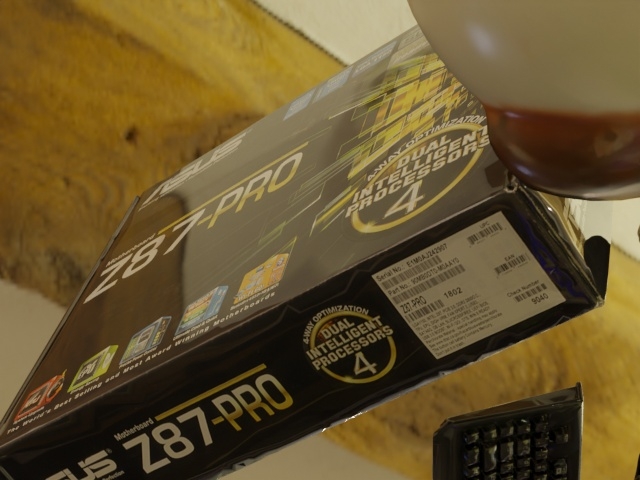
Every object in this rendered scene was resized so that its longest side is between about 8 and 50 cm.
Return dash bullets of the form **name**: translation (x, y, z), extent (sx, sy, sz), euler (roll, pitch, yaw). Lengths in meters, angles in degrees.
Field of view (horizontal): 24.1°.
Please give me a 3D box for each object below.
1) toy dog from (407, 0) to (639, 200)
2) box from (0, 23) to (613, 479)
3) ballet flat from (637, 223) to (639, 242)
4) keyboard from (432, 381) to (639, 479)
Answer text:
- **toy dog**: translation (0.180, -0.148, 0.519), extent (0.395, 0.408, 0.284), euler (-31, -88, -25)
- **box**: translation (0.000, 0.000, 0.947), extent (0.395, 0.318, 0.097), euler (-28, -69, 29)
- **ballet flat**: translation (0.233, 0.015, 0.753), extent (0.057, 0.173, 0.049), euler (-45, -45, -20)
- **keyboard**: translation (0.187, 0.241, 1.190), extent (0.201, 0.033, 0.317), euler (-13, -52, -11)
